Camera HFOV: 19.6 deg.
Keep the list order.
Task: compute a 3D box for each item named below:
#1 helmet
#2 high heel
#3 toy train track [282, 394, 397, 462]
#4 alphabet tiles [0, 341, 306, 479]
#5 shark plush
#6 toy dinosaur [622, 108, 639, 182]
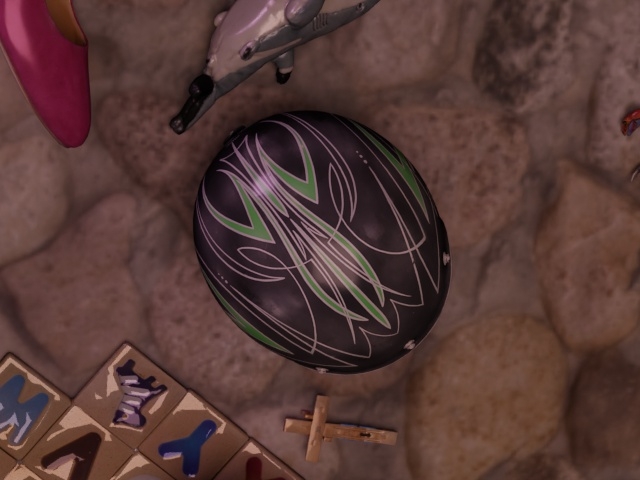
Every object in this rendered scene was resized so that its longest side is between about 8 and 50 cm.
[{"bbox_3d":[0.000,0.000,1.184,0.169,0.161,0.169,-2,106,-8],"label":"helmet"},{"bbox_3d":[-0.152,-0.185,1.153,0.117,0.082,0.244,-14,95,6],"label":"high heel"},{"bbox_3d":[0.013,0.133,1.304,0.083,0.014,0.048,9,97,-17],"label":"toy train track"},{"bbox_3d":[-0.183,0.247,1.308,0.285,0.011,0.342,40,97,-17],"label":"alphabet tiles"},{"bbox_3d":[-0.032,-0.122,1.204,0.161,0.073,0.067,-51,136,3],"label":"shark plush"},{"bbox_3d":[0.244,-0.058,1.280,0.090,0.047,0.082,-27,101,-35],"label":"toy dinosaur"}]
